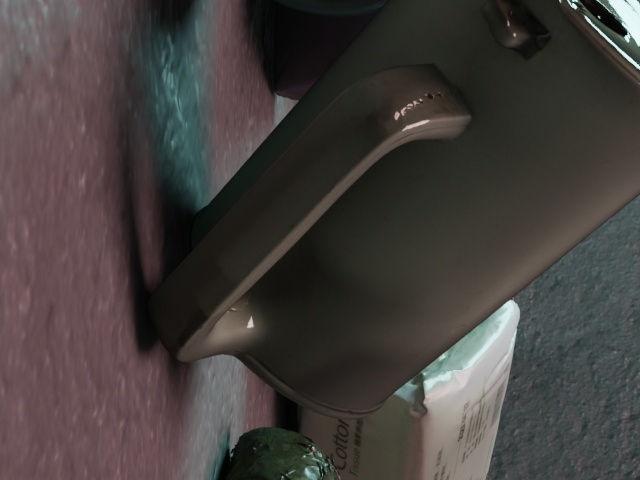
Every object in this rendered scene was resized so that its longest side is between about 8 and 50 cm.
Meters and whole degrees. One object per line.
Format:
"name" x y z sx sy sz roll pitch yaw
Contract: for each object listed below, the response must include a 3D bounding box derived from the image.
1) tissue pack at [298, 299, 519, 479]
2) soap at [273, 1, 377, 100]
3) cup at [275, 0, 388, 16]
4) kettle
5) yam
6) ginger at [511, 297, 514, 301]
"tissue pack" 0.100 0.234 1.484 0.266 0.194 0.356 -37 143 -46
"soap" 0.078 -0.280 1.123 0.296 0.107 0.285 -5 -100 56
"cup" 0.025 -0.319 0.860 0.205 0.205 0.312 85 10 -52
"kettle" 0.070 -0.035 0.763 0.318 0.205 0.265 -43 -166 27
"yam" -0.039 0.228 0.960 0.183 0.107 0.107 -63 155 -70
"ginger" 0.139 0.061 1.939 0.358 0.211 0.413 43 -49 42
